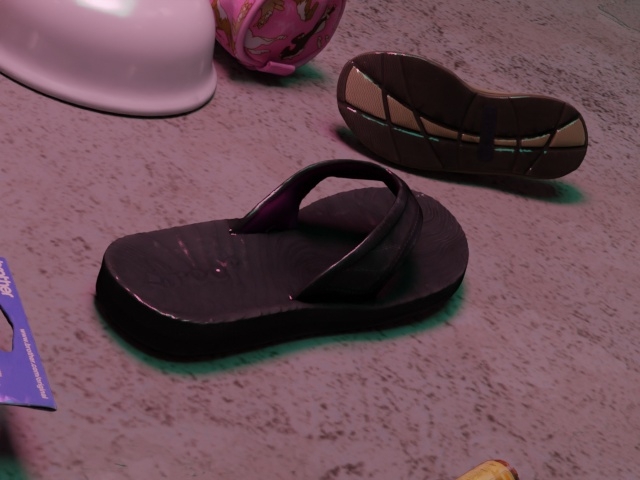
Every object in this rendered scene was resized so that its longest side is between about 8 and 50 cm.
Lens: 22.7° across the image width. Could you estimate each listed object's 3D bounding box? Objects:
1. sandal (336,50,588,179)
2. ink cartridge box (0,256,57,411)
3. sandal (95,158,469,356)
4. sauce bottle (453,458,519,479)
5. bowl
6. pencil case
[{"bbox_3d":[0.154,-0.129,1.791,0.303,0.120,0.086,14,1,-19],"label":"sandal"},{"bbox_3d":[-0.354,0.072,1.098,0.311,0.065,0.186,3,33,-28],"label":"ink cartridge box"},{"bbox_3d":[0.001,0.002,1.426,0.167,0.107,0.446,38,31,27],"label":"sandal"},{"bbox_3d":[0.107,0.205,1.218,0.042,0.042,0.128,36,33,24],"label":"sauce bottle"},{"bbox_3d":[-0.232,-0.264,1.700,0.298,0.134,0.298,18,28,-10],"label":"bowl"},{"bbox_3d":[-0.133,-0.357,1.870,0.160,0.167,0.386,-32,58,-22],"label":"pencil case"}]
